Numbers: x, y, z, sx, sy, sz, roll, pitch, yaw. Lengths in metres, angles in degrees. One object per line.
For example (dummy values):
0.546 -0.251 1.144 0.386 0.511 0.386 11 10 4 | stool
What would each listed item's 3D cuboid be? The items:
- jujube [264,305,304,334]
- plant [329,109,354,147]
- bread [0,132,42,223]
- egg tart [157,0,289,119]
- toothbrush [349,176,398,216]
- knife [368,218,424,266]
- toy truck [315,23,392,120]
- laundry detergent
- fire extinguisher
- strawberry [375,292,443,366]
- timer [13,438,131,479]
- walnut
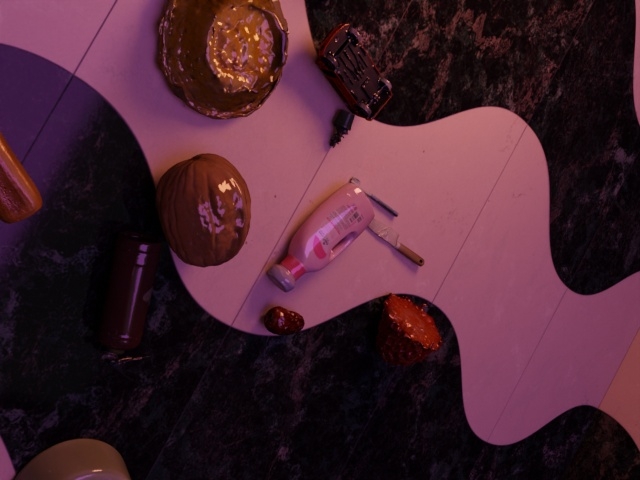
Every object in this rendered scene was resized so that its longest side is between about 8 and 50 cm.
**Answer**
-0.096 0.218 1.945 0.129 0.077 0.077 18 94 -51 | jujube
0.052 -0.288 1.891 0.051 0.051 0.102 16 101 -40 | plant
-0.631 -0.149 1.396 0.092 0.074 0.239 -27 120 -9 | bread
-0.192 -0.435 1.601 0.345 0.132 0.346 -12 112 -32 | egg tart
0.154 -0.122 2.051 0.219 0.016 0.019 34 76 -39 | toothbrush
0.220 -0.002 2.144 0.297 0.017 0.047 33 83 -36 | knife
0.073 -0.423 1.818 0.107 0.114 0.253 -51 130 -11 | toy truck
0.000 0.000 1.930 0.335 0.087 0.159 -45 128 -15 | laundry detergent
-0.428 0.159 1.644 0.138 0.102 0.344 5 102 -40 | fire extinguisher
0.243 0.285 2.190 0.233 0.234 0.178 16 124 -40 | strawberry
-0.513 0.644 1.612 0.290 0.315 0.291 -15 115 -34 | timer
-0.259 -0.063 1.633 0.224 0.225 0.261 -17 114 -32 | walnut
